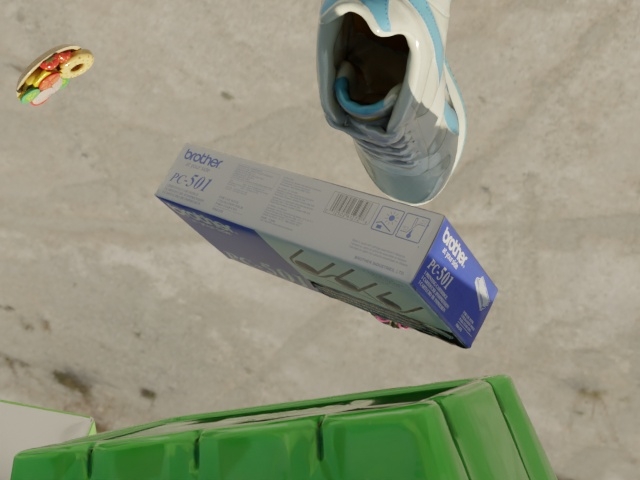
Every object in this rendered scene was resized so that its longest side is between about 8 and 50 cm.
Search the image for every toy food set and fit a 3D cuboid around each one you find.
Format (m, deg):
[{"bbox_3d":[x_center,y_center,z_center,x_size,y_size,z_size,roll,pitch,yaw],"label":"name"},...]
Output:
[{"bbox_3d":[-0.271,-0.166,0.891,0.082,0.083,0.020,-41,90,15],"label":"toy food set"}]

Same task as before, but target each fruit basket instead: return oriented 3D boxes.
[{"bbox_3d":[-0.017,0.285,0.530,0.392,0.392,0.283,2,179,27],"label":"fruit basket"}]

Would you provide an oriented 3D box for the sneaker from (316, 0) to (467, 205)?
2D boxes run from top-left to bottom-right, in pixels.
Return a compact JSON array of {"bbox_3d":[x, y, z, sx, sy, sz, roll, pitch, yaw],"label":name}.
[{"bbox_3d":[0.040,-0.092,0.561,0.087,0.092,0.229,16,149,22],"label":"sneaker"}]

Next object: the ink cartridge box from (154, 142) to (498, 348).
[{"bbox_3d":[0.000,0.000,0.558,0.207,0.046,0.097,19,163,37],"label":"ink cartridge box"}]

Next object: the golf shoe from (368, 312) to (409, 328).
[{"bbox_3d":[0.045,0.037,1.016,0.186,0.067,0.086,33,-178,-11],"label":"golf shoe"}]

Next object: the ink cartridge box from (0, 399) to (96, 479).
[{"bbox_3d":[-0.352,0.304,0.985,0.198,0.115,0.273,9,131,4],"label":"ink cartridge box"}]
